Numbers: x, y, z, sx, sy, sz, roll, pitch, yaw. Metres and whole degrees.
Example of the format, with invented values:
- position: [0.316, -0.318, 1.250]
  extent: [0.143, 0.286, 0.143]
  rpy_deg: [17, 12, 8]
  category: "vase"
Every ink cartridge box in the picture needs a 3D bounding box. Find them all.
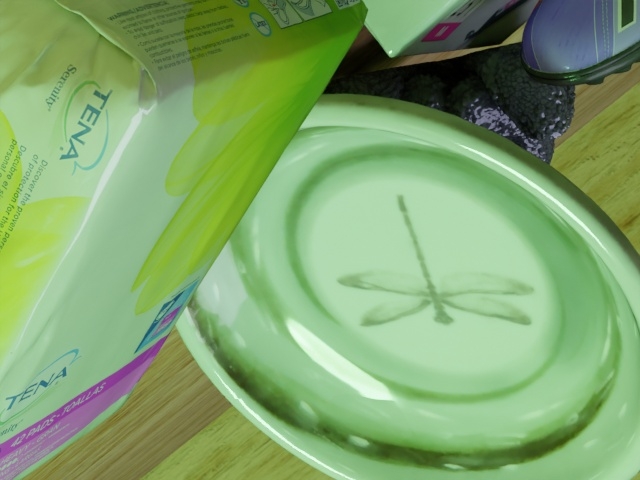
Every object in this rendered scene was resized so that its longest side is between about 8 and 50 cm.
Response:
- position: [0.161, -0.230, 1.162]
  extent: [0.239, 0.060, 0.275]
  rpy_deg: [-40, 172, 22]
  category: "ink cartridge box"

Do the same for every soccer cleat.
- position: [0.233, -0.237, 1.128]
  extent: [0.318, 0.108, 0.116]
  rpy_deg: [-47, 133, -17]
  category: "soccer cleat"

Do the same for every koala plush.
- position: [0.122, -0.038, 1.323]
  extent: [0.196, 0.221, 0.203]
  rpy_deg: [-10, -175, 12]
  category: "koala plush"

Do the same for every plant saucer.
- position: [0.075, 0.038, 1.224]
  extent: [0.400, 0.400, 0.100]
  rpy_deg: [-46, -170, 47]
  category: "plant saucer"

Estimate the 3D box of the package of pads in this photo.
- position: [-0.124, -0.007, 0.791]
  extent: [0.296, 0.101, 0.229]
  rpy_deg: [-57, 168, 26]
  category: "package of pads"
